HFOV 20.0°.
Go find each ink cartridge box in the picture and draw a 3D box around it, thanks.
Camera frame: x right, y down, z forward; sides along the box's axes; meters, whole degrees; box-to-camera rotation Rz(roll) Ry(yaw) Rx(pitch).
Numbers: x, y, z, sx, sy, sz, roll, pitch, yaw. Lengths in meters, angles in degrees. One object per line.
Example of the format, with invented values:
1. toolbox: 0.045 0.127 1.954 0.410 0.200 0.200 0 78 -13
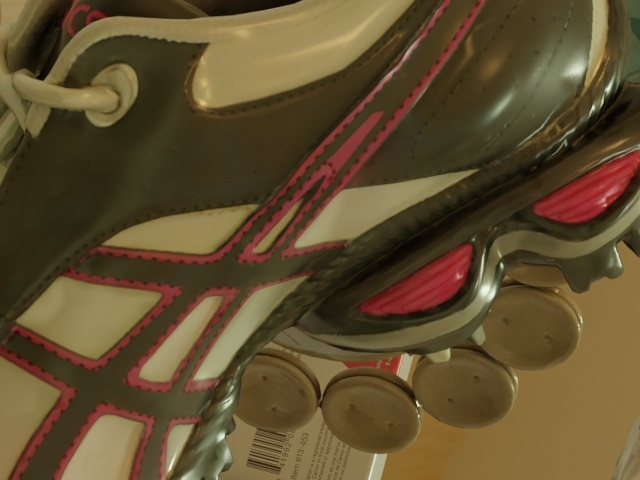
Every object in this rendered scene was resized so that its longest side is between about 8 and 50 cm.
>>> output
1. ink cartridge box: -0.062 0.103 1.333 0.100 0.237 0.172 85 21 -68

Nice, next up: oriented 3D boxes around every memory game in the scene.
1. memory game: 0.000 0.000 0.605 0.186 0.012 0.186 9 -50 11

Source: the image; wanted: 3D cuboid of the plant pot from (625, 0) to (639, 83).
1. plant pot: 0.196 -0.210 1.085 0.293 0.235 0.293 -3 -98 22

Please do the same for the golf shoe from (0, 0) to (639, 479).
1. golf shoe: -0.055 0.005 0.402 0.120 0.273 0.105 59 -10 -34

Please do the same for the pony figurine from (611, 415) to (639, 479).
1. pony figurine: 0.332 0.125 1.103 0.302 0.363 0.351 10 -106 12
